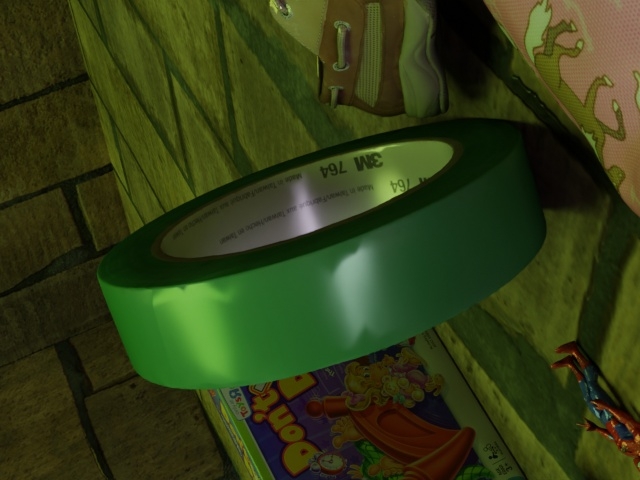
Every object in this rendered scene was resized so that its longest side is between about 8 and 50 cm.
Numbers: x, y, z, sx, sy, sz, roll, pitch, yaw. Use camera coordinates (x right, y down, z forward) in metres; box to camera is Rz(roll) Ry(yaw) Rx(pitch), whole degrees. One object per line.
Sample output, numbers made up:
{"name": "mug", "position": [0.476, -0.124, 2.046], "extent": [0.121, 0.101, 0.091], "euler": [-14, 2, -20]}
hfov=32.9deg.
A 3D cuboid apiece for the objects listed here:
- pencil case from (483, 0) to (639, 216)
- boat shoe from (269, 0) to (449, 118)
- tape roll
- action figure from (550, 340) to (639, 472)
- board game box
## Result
{"name": "pencil case", "position": [0.155, -0.097, 0.466], "extent": [0.386, 0.167, 0.160], "euler": [61, -161, 21]}
{"name": "boat shoe", "position": [0.018, -0.174, 0.721], "extent": [0.324, 0.116, 0.123], "euler": [69, -163, -62]}
{"name": "tape roll", "position": [0.000, 0.000, 0.796], "extent": [0.321, 0.321, 0.077], "euler": [24, 135, 68]}
{"name": "action figure", "position": [0.215, 0.130, 0.820], "extent": [0.115, 0.030, 0.038], "euler": [54, 155, 34]}
{"name": "board game box", "position": [0.033, 0.187, 1.118], "extent": [0.347, 0.233, 0.078], "euler": [59, 163, 25]}
